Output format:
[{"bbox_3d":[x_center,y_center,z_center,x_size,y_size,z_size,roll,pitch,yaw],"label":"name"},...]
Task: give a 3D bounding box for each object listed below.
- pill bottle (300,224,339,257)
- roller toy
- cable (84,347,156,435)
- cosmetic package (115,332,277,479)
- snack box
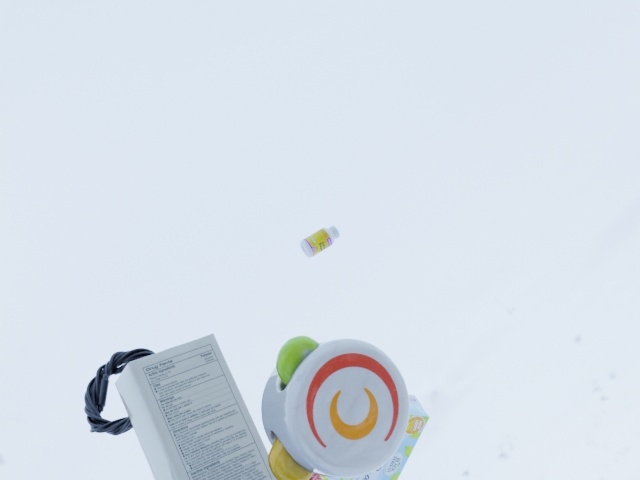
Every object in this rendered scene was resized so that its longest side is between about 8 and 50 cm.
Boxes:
[{"bbox_3d":[0.000,0.000,1.798,0.083,0.043,0.043,-31,152,-18],"label":"pill bottle"},{"bbox_3d":[0.018,0.244,1.195,0.191,0.209,0.146,2,169,-24],"label":"roller toy"},{"bbox_3d":[-0.349,0.267,1.475,0.184,0.150,0.047,-45,150,-28],"label":"cable"},{"bbox_3d":[-0.193,0.326,1.335,0.160,0.309,0.113,-16,161,-33],"label":"cosmetic package"},{"bbox_3d":[0.064,0.354,1.414,0.174,0.070,0.207,14,112,-27],"label":"snack box"}]
